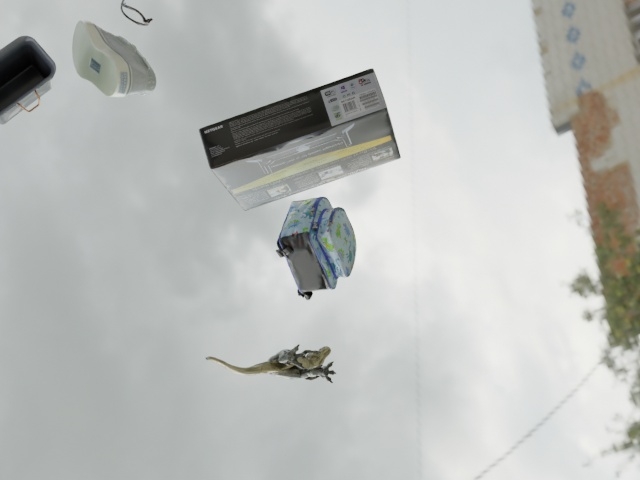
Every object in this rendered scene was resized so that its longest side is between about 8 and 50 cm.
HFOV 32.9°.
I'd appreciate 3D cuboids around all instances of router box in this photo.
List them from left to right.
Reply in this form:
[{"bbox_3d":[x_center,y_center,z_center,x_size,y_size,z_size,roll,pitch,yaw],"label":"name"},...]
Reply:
[{"bbox_3d":[-0.027,-0.166,1.870,0.243,0.309,0.081,60,-168,-72],"label":"router box"}]

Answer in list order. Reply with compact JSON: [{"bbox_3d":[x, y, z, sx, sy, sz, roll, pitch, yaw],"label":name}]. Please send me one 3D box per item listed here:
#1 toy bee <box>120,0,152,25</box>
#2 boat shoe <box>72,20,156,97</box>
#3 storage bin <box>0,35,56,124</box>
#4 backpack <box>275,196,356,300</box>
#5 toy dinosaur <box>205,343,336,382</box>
[{"bbox_3d":[-0.335,-0.527,1.928,0.195,0.298,0.162,33,-101,-10],"label":"toy bee"},{"bbox_3d":[-0.316,-0.273,1.660,0.081,0.079,0.227,1,-153,-34],"label":"boat shoe"},{"bbox_3d":[-0.482,-0.242,1.720,0.098,0.135,0.091,48,168,4],"label":"storage bin"},{"bbox_3d":[0.000,0.000,1.427,0.114,0.084,0.105,-80,-28,-50],"label":"backpack"},{"bbox_3d":[-0.052,0.206,1.806,0.268,0.118,0.064,7,-100,-48],"label":"toy dinosaur"}]
